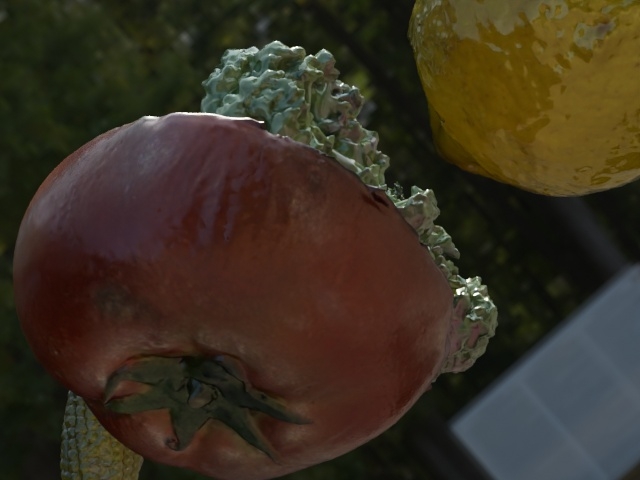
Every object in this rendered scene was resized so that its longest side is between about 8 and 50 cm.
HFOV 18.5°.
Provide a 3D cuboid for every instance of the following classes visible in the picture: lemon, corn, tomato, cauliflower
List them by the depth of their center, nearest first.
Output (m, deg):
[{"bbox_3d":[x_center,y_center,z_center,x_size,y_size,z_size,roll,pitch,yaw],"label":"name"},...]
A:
[{"bbox_3d":[-0.048,0.045,0.953,0.225,0.225,0.085,-51,14,44],"label":"tomato"},{"bbox_3d":[0.141,-0.115,1.058,0.180,0.180,0.193,-35,-18,-34],"label":"lemon"},{"bbox_3d":[-0.019,-0.008,1.244,0.239,0.256,0.315,-12,25,14],"label":"cauliflower"},{"bbox_3d":[-0.184,0.084,1.788,0.097,0.097,0.319,102,174,-74],"label":"corn"}]

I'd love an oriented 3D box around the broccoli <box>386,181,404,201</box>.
[{"bbox_3d":[0.000,0.000,1.425,0.162,0.146,0.138,-17,-39,-42],"label":"broccoli"}]
